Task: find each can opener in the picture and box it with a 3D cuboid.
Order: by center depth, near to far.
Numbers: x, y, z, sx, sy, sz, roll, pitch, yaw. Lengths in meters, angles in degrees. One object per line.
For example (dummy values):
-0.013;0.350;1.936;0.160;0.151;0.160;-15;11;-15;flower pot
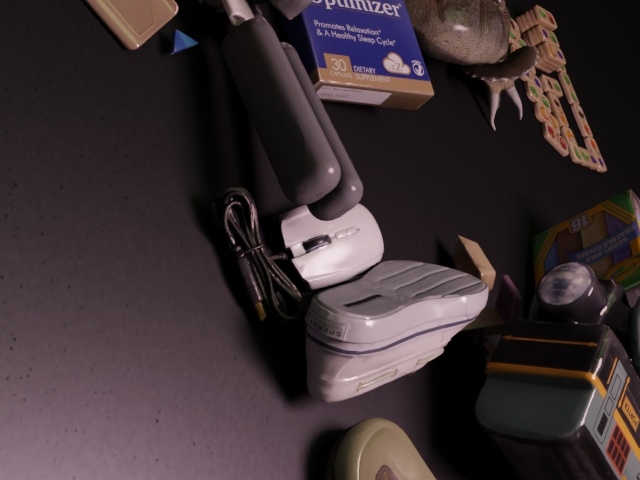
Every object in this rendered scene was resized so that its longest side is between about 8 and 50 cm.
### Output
-0.031;-0.146;0.702;0.074;0.093;0.280;30;35;-55;can opener

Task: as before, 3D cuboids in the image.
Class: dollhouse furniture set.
0.123;0.058;0.854;0.081;0.091;0.114;-5;37;-12;dollhouse furniture set

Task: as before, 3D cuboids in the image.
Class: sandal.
0.115;0.251;0.632;0.303;0.086;0.120;54;34;-12;sandal

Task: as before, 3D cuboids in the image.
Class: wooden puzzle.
-0.145;-0.181;0.666;0.116;0.014;0.078;54;39;-11;wooden puzzle

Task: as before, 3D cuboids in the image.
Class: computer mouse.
0.000;0.000;0.701;0.193;0.042;0.106;-16;79;-56;computer mouse

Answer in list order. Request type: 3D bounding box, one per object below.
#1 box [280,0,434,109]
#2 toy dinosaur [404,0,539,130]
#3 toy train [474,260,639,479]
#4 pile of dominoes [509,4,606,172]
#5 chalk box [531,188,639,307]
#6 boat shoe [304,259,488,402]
0.019;-0.235;0.871;0.136;0.036;0.225;-1;65;-35;box
0.154;-0.253;1.020;0.313;0.121;0.160;13;50;-52;toy dinosaur
0.259;0.174;0.811;0.334;0.142;0.190;54;55;-34;toy train
0.354;-0.231;1.339;0.196;0.040;0.251;5;62;-52;pile of dominoes
0.321;0.073;0.980;0.132;0.132;0.213;48;31;-22;chalk box
0.055;0.067;0.705;0.226;0.083;0.076;-6;116;-52;boat shoe
